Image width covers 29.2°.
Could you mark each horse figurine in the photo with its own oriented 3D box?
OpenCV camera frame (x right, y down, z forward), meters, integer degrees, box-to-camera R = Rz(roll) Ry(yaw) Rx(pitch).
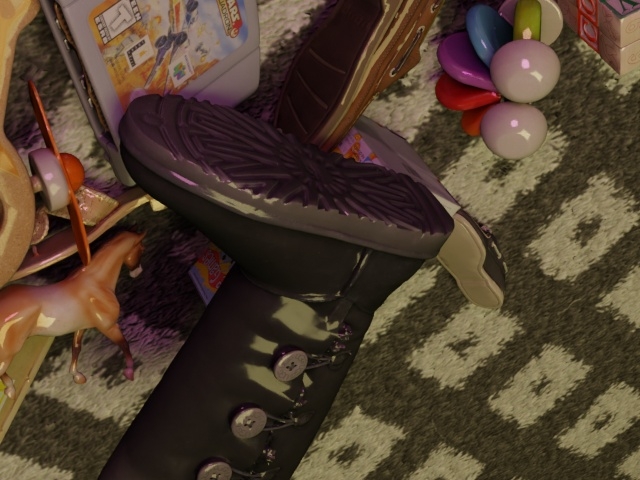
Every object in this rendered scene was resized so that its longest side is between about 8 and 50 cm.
[{"bbox_3d":[-0.296,0.096,1.320,0.263,0.066,0.174,-14,122,-32],"label":"horse figurine"}]

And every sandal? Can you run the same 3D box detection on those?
[{"bbox_3d":[-0.243,-0.045,1.283,0.240,0.088,0.079,-27,109,-20],"label":"sandal"}]

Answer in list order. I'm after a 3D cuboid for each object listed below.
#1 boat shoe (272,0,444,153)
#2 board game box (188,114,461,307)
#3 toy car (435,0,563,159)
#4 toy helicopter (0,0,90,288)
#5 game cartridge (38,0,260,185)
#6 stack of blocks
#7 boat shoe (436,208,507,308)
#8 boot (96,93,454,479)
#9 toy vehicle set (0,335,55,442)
[{"bbox_3d":[0.057,-0.200,1.287,0.104,0.111,0.307,9,124,-39],"label":"boat shoe"},{"bbox_3d":[0.000,0.000,1.419,0.144,0.142,0.275,24,113,-44],"label":"board game box"},{"bbox_3d":[0.197,-0.193,1.388,0.136,0.159,0.182,9,134,6],"label":"toy car"},{"bbox_3d":[-0.308,-0.098,1.130,0.235,0.140,0.355,6,113,-30],"label":"toy helicopter"},{"bbox_3d":[-0.150,-0.208,1.141,0.198,0.062,0.297,-37,143,-19],"label":"game cartridge"},{"bbox_3d":[0.442,-0.303,1.404,0.297,0.171,0.087,-26,139,-10],"label":"stack of blocks"},{"bbox_3d":[0.204,0.011,1.654,0.206,0.075,0.065,57,45,-45],"label":"boat shoe"},{"bbox_3d":[-0.120,0.099,1.265,0.367,0.146,0.445,19,120,-27],"label":"boot"},{"bbox_3d":[-0.419,0.173,1.386,0.166,0.035,0.267,9,124,-40],"label":"toy vehicle set"}]
